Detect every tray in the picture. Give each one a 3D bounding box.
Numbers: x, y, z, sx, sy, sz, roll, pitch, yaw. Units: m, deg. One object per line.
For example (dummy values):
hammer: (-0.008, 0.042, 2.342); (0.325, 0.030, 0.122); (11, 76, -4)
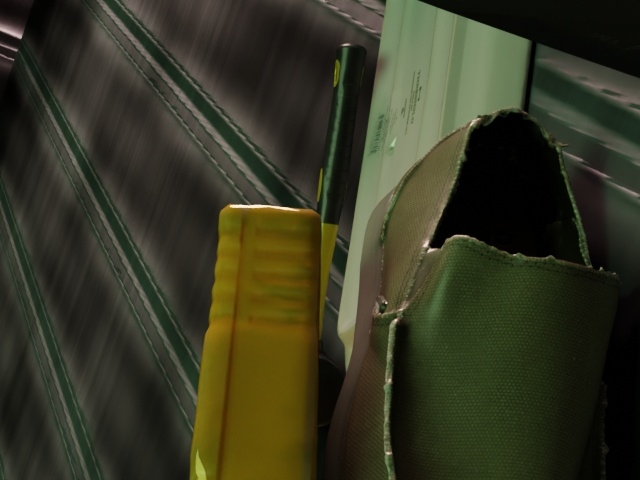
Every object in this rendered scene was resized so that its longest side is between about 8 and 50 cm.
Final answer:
tray: (0.053, -0.062, 0.929); (0.145, 0.030, 0.270); (137, 146, -60)

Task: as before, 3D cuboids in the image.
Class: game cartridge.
game cartridge: (-0.031, 0.186, 0.745); (0.285, 0.052, 0.324); (93, 178, -51)

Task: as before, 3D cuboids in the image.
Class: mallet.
mallet: (0.000, 0.000, 0.981); (0.062, 0.039, 0.190); (146, 132, -75)

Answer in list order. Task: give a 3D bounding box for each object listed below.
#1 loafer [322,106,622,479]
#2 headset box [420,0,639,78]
loafer: (0.056, 0.041, 0.709); (0.251, 0.094, 0.087); (-93, 22, -48)
headset box: (0.150, -0.131, 0.379); (0.110, 0.218, 0.293); (150, 136, -65)
